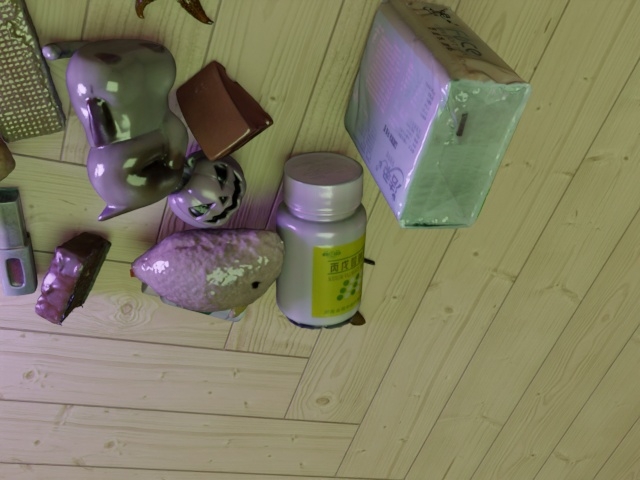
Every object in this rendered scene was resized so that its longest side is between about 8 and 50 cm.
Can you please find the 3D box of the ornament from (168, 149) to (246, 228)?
[{"bbox_3d":[-0.258,-0.118,1.808,0.178,0.177,0.177,-7,127,-9],"label":"ornament"}]

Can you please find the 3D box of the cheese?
[{"bbox_3d":[-0.210,-0.283,1.744,0.128,0.203,0.177,-34,96,16],"label":"cheese"}]

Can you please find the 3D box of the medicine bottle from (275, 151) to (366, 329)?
[{"bbox_3d":[0.000,0.000,1.928,0.214,0.213,0.378,-5,121,-11],"label":"medicine bottle"}]

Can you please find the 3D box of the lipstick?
[{"bbox_3d":[-0.693,0.004,1.846,0.079,0.077,0.252,-3,125,-12],"label":"lipstick"}]

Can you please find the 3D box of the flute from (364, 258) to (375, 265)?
[{"bbox_3d":[0.027,0.023,2.086,0.270,0.014,0.014,18,119,-25],"label":"flute"}]

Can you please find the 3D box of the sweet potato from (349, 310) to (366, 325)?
[{"bbox_3d":[0.062,0.188,2.195,0.182,0.053,0.054,27,76,-32],"label":"sweet potato"}]

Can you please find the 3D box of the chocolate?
[{"bbox_3d":[-0.577,0.079,1.889,0.093,0.148,0.214,28,114,-1],"label":"chocolate"}]

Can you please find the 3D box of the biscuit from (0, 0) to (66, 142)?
[{"bbox_3d":[-0.614,-0.391,1.572,0.144,0.078,0.426,-14,129,-5],"label":"biscuit"}]

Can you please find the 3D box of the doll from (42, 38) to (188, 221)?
[{"bbox_3d":[-0.384,-0.237,1.636,0.226,0.215,0.370,-4,111,32],"label":"doll"}]

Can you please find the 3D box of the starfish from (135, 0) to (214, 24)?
[{"bbox_3d":[-0.272,-0.516,1.594,0.240,0.043,0.227,-39,125,18],"label":"starfish"}]

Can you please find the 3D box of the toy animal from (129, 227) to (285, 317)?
[{"bbox_3d":[-0.254,0.074,1.880,0.359,0.188,0.226,0,146,6],"label":"toy animal"}]

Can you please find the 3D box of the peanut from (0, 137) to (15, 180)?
[{"bbox_3d":[-0.732,-0.177,1.654,0.225,0.129,0.129,7,125,-2],"label":"peanut"}]

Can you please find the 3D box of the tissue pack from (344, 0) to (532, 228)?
[{"bbox_3d":[0.220,-0.266,1.679,0.205,0.405,0.331,2,125,-20],"label":"tissue pack"}]

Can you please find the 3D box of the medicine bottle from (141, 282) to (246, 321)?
[{"bbox_3d":[-0.310,0.129,2.028,0.260,0.095,0.095,20,119,-25],"label":"medicine bottle"}]
